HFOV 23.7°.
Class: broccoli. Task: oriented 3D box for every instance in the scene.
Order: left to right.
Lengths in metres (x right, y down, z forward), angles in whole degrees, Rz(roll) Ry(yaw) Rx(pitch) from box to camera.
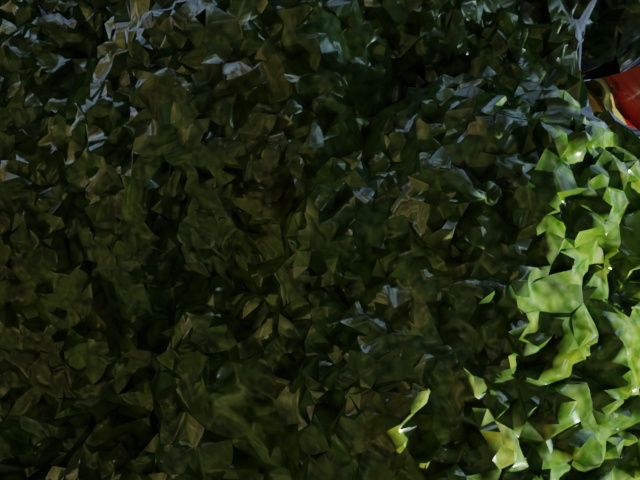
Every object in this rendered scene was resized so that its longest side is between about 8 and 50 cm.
[{"bbox_3d":[-0.004,0.007,0.535,0.321,0.413,0.310,-27,-68,5],"label":"broccoli"}]

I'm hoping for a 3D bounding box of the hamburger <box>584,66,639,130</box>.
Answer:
[{"bbox_3d":[0.234,-0.129,1.103,0.212,0.274,0.274,-38,-96,18],"label":"hamburger"}]
